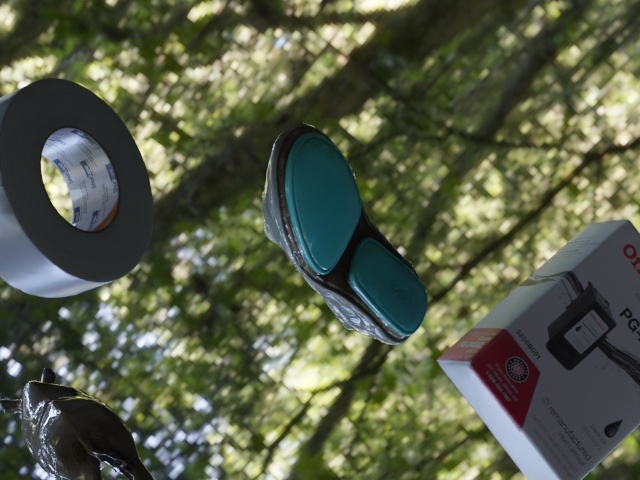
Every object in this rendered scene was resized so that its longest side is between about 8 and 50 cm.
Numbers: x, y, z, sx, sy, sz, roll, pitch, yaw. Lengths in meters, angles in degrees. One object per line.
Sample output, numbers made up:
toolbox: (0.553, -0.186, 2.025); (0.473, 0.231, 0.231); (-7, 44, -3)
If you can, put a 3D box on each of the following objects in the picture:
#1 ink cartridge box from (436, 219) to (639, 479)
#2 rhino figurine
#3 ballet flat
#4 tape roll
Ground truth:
ink cartridge box: (0.171, 0.073, 0.993); (0.150, 0.063, 0.109); (-40, -84, -15)
rhino figurine: (-0.205, 0.161, 1.251); (0.073, 0.243, 0.106); (-41, -70, -15)
ballet flat: (0.000, 0.000, 0.947); (0.072, 0.068, 0.213); (-62, -37, -21)
tape roll: (-0.271, -0.053, 1.559); (0.219, 0.072, 0.219); (29, -128, -45)
